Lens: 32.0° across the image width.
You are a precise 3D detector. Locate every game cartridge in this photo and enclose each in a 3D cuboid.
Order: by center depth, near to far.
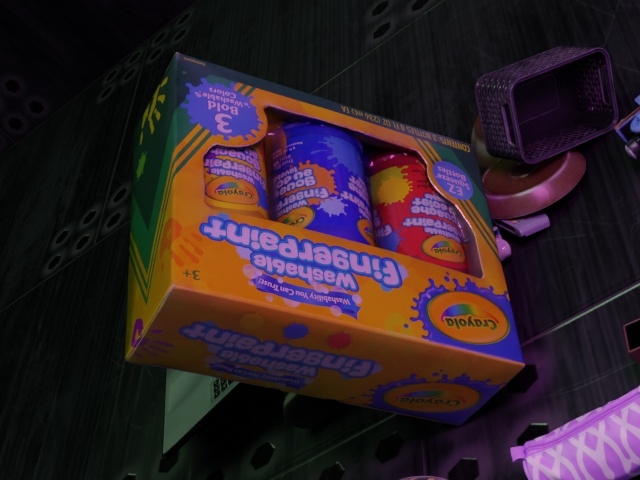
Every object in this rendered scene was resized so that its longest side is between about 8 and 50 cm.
[{"bbox_3d":[0.280,-0.031,1.557,0.056,0.017,0.083,-20,25,-18],"label":"game cartridge"}]

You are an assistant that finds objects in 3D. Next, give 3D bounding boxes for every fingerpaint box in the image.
[{"bbox_3d":[0.000,0.000,1.378,0.163,0.445,0.371,-54,31,42],"label":"fingerpaint box"}]

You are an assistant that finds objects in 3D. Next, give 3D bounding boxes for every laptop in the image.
[{"bbox_3d":[-0.177,0.061,1.756,0.408,0.236,0.382,-44,14,5],"label":"laptop"}]

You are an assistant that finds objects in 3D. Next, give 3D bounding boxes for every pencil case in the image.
[{"bbox_3d":[0.310,0.205,1.167,0.206,0.088,0.086,-36,28,19],"label":"pencil case"}]

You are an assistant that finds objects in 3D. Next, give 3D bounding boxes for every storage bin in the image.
[{"bbox_3d":[0.318,-0.193,1.566,0.180,0.122,0.084,-23,21,-23],"label":"storage bin"}]

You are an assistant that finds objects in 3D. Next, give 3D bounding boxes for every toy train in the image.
[{"bbox_3d":[0.470,-0.180,1.462,0.184,0.080,0.105,-41,20,14],"label":"toy train"}]

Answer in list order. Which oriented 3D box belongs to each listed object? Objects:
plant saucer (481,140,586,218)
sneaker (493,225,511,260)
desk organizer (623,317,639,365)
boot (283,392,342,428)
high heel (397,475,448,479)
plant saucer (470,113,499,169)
[{"bbox_3d":[0.293,-0.093,1.588,0.168,0.029,0.168,-25,27,14],"label":"plant saucer"},{"bbox_3d":[0.212,0.002,1.593,0.083,0.071,0.191,-28,27,-9],"label":"sneaker"},{"bbox_3d":[0.403,0.097,1.220,0.130,0.050,0.047,-30,33,27],"label":"desk organizer"},{"bbox_3d":[0.028,0.145,1.619,0.236,0.085,0.178,-41,27,10],"label":"boot"},{"bbox_3d":[0.119,0.358,1.210,0.261,0.093,0.186,5,50,44],"label":"high heel"},{"bbox_3d":[0.308,-0.196,1.734,0.198,0.036,0.198,-32,33,23],"label":"plant saucer"}]
